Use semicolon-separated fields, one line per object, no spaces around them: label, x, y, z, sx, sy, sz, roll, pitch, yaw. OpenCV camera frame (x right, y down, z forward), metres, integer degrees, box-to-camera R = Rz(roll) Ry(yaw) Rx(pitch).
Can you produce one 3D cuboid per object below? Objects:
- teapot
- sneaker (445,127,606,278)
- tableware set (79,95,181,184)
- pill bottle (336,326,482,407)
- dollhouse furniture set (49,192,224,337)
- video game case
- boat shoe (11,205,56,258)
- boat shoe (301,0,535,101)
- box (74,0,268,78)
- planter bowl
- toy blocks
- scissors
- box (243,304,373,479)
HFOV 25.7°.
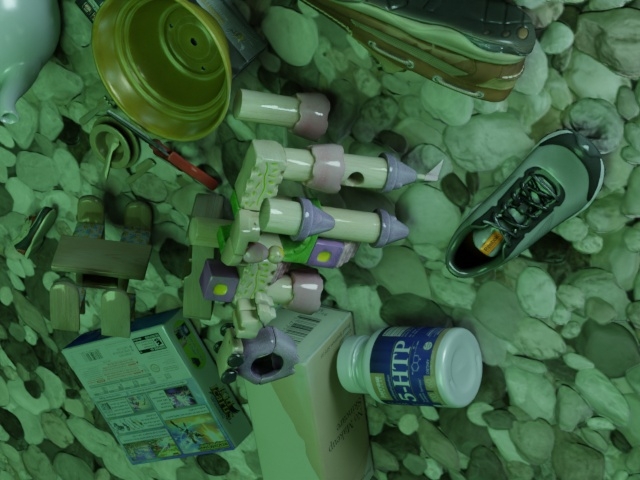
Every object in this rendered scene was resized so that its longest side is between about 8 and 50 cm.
teapot;-0.519;-0.322;2.029;0.256;0.187;0.252;12;126;30
sneaker;0.252;-0.034;1.738;0.100;0.108;0.271;45;134;3
tableware set;-0.284;-0.162;2.075;0.194;0.039;0.128;-30;100;44
pill bottle;0.122;0.177;1.973;0.187;0.112;0.112;-2;118;36
dollhouse furniture set;-0.273;0.014;2.080;0.242;0.212;0.161;7;130;0
video game case;-0.274;0.249;2.339;0.269;0.061;0.244;-15;109;41
boat shoe;-0.473;-0.019;2.306;0.043;0.049;0.137;45;140;4
boat shoe;0.096;-0.254;1.687;0.324;0.122;0.120;26;135;19
box;-0.206;-0.296;1.915;0.231;0.056;0.183;50;135;-5
planter bowl;-0.186;-0.245;1.833;0.217;0.090;0.217;18;128;24
toy blocks;0.000;0.000;1.846;0.260;0.309;0.288;7;128;-22
scissors;-0.211;-0.123;1.929;0.109;0.021;0.297;34;177;11
box;-0.018;0.260;2.109;0.121;0.148;0.311;10;127;29
